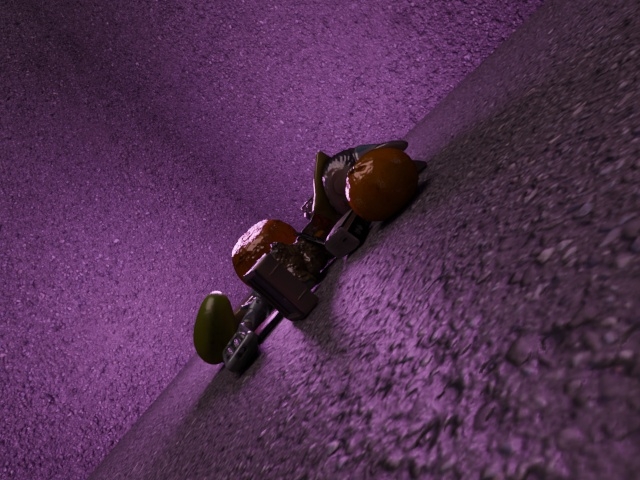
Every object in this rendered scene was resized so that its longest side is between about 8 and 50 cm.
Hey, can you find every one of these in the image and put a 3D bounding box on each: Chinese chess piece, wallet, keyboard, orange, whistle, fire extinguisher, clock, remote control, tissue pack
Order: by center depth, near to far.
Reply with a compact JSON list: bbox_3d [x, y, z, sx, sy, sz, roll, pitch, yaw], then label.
[{"bbox_3d":[-0.111,0.131,1.288,0.071,0.192,0.147,-49,6,-23],"label":"clock"},{"bbox_3d":[0.172,-0.162,1.347,0.219,0.193,0.219,-35,23,18],"label":"orange"},{"bbox_3d":[0.087,-0.025,1.470,0.103,0.090,0.170,-43,4,32],"label":"tissue pack"},{"bbox_3d":[-0.251,0.340,1.494,0.127,0.066,0.335,-57,8,-13],"label":"remote control"},{"bbox_3d":[0.000,-0.002,1.564,0.074,0.197,0.015,-6,-71,-48],"label":"keyboard"},{"bbox_3d":[-0.139,0.242,1.600,0.232,0.025,0.119,-47,4,-21],"label":"wallet"},{"bbox_3d":[0.047,-0.008,1.792,0.267,0.089,0.072,-50,-32,-57],"label":"fire extinguisher"},{"bbox_3d":[-0.221,0.232,1.808,0.346,0.142,0.133,-63,3,-29],"label":"whistle"},{"bbox_3d":[-0.305,0.312,1.960,0.250,0.101,0.250,-46,5,5],"label":"Chinese chess piece"},{"bbox_3d":[-0.229,0.077,2.147,0.341,0.293,0.340,-34,23,16],"label":"orange"}]

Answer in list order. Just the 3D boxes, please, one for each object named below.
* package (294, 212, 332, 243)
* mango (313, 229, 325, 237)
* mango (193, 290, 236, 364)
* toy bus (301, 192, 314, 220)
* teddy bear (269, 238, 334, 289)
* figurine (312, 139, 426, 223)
[{"bbox_3d":[0.007,-0.048,1.918,0.040,0.166,0.231,31,87,47],"label":"package"},{"bbox_3d":[-0.025,0.036,1.843,0.178,0.090,0.115,-50,-25,-51],"label":"mango"},{"bbox_3d":[-0.395,0.337,1.778,0.185,0.149,0.272,24,110,52],"label":"mango"},{"bbox_3d":[0.028,-0.135,2.167,0.142,0.202,0.142,-48,5,-39],"label":"toy bus"},{"bbox_3d":[-0.077,0.073,1.573,0.267,0.156,0.256,1,6,37],"label":"teddy bear"},{"bbox_3d":[0.203,-0.200,1.658,0.378,0.265,0.362,-5,1,32],"label":"figurine"}]
